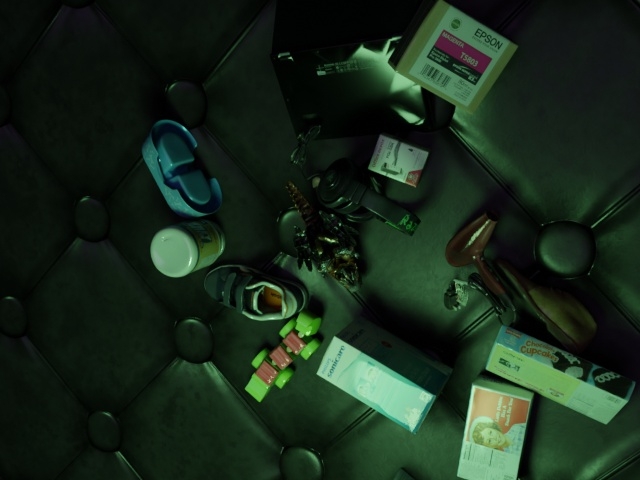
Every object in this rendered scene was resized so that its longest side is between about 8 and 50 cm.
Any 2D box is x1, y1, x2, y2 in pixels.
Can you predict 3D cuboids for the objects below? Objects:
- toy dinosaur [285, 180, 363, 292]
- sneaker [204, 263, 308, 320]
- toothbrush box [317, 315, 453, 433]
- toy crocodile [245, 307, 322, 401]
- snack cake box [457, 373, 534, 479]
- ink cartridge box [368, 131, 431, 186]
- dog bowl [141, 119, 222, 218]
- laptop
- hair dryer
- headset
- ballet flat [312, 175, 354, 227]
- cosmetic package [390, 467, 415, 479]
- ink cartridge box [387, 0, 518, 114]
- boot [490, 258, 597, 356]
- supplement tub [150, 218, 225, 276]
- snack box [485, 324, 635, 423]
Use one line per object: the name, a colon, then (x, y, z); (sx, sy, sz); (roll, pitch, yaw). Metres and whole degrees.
toy dinosaur: (0.000, 0.000, 1.967); (0.322, 0.218, 0.164); (37, 94, 1)
sneaker: (-0.204, 0.145, 2.127); (0.321, 0.127, 0.126); (7, 104, 22)
toothbrush box: (0.171, 0.341, 1.965); (0.295, 0.216, 0.126); (28, 108, 16)
toy crocodile: (-0.106, 0.327, 2.131); (0.115, 0.105, 0.340); (44, 112, 9)
snack cake box: (0.453, 0.497, 1.950); (0.152, 0.089, 0.264); (12, 104, 21)
ink cartridge box: (0.201, -0.207, 1.929); (0.135, 0.056, 0.099); (21, 107, 10)
dog bowl: (-0.396, -0.194, 2.125); (0.074, 0.166, 0.297); (-29, 89, 36)
laptop: (0.091, -0.502, 1.947); (0.381, 0.236, 0.408); (-2, 127, 22)
hair dryer: (0.406, 0.062, 1.865); (0.223, 0.080, 0.294); (16, 118, 43)
headset: (0.089, -0.149, 1.909); (0.394, 0.243, 0.185); (30, 91, 24)
ballet flat: (0.035, -0.102, 2.025); (0.057, 0.049, 0.173); (-38, 85, 22)
cosmetic package: (0.229, 0.759, 2.053); (0.183, 0.151, 0.151); (39, 111, 12)
ink cartridge box: (0.307, -0.434, 1.755); (0.234, 0.088, 0.193); (23, 113, -20)
boot: (0.547, 0.149, 1.861); (0.115, 0.112, 0.305); (-38, 75, -11)
supplement tub: (-0.369, 0.015, 2.125); (0.144, 0.199, 0.144); (4, 102, 20)
snack box: (0.570, 0.326, 1.827); (0.322, 0.187, 0.060); (24, 64, 16)
